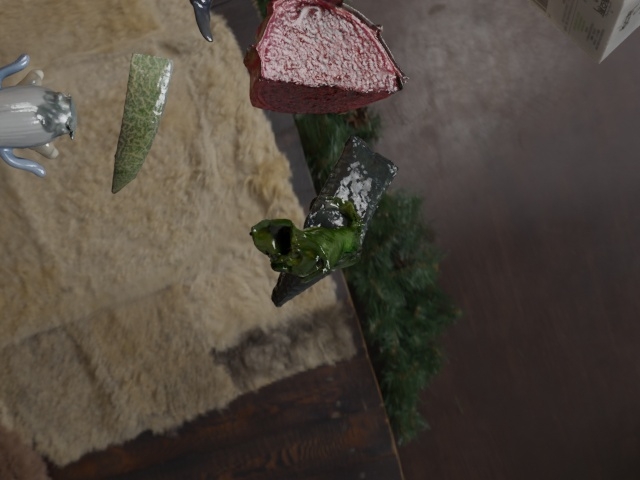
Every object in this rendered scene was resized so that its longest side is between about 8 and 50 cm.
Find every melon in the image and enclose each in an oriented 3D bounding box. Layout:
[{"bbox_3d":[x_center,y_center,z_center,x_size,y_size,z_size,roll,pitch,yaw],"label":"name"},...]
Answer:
[{"bbox_3d":[-0.232,-0.144,1.046,0.054,0.098,0.182,11,93,-23],"label":"melon"}]

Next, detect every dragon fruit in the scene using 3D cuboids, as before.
[{"bbox_3d":[-0.011,-0.280,1.259,0.274,0.126,0.161,-3,81,-33],"label":"dragon fruit"}]

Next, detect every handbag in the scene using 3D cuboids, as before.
[{"bbox_3d":[0.013,-0.034,1.228,0.089,0.270,0.175,33,147,-10],"label":"handbag"}]

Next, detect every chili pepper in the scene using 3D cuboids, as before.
[{"bbox_3d":[0.000,0.000,0.940,0.085,0.359,0.076,27,99,7],"label":"chili pepper"}]

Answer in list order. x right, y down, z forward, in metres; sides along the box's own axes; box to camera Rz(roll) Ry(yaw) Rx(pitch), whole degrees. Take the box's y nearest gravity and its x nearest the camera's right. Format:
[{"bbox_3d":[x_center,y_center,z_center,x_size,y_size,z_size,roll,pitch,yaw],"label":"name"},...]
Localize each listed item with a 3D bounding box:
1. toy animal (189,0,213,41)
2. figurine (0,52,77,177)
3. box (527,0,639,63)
[{"bbox_3d":[-0.135,-0.468,1.110,0.206,0.081,0.367,43,62,-41],"label":"toy animal"},{"bbox_3d":[-0.354,-0.130,0.912,0.184,0.208,0.128,-4,99,6],"label":"figurine"},{"bbox_3d":[0.433,-0.428,1.355,0.111,0.260,0.194,-43,76,-3],"label":"box"}]
